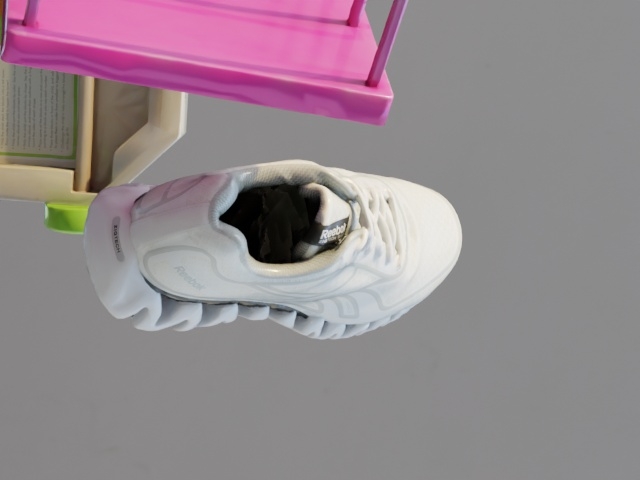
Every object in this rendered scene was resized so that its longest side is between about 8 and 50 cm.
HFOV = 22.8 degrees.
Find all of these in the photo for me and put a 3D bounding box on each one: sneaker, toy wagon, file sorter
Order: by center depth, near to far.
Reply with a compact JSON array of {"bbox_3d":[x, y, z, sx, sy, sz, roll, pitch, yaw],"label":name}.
[{"bbox_3d":[-0.057,-0.228,0.875,0.291,0.202,0.182,-103,-153,-53],"label":"file sorter"},{"bbox_3d":[0.000,0.000,0.985,0.118,0.292,0.110,-24,-104,43],"label":"sneaker"},{"bbox_3d":[-0.271,-0.148,1.188,0.344,0.068,0.267,4,-80,3],"label":"toy wagon"}]
